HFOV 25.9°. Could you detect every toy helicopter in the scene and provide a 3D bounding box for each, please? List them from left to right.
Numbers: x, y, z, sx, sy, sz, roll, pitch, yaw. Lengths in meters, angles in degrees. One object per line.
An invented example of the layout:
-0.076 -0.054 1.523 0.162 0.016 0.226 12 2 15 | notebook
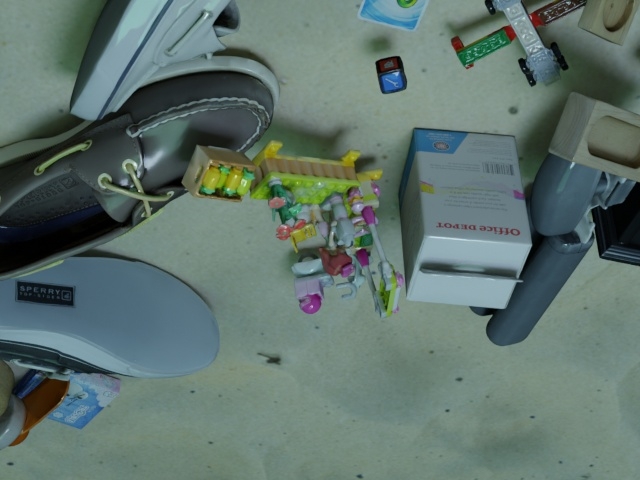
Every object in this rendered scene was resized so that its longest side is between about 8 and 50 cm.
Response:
-0.412 0.176 1.447 0.235 0.140 0.355 18 149 -22 | toy helicopter

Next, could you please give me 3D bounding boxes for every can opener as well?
0.188 -0.006 1.238 0.095 0.076 0.283 -11 145 -30 | can opener

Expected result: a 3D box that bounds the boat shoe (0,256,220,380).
-0.249 0.080 1.318 0.306 0.113 0.105 8 156 -30 | boat shoe

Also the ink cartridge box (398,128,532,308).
0.121 -0.012 1.190 0.092 0.143 0.090 5 140 -6 | ink cartridge box

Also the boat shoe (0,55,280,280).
-0.176 -0.054 1.174 0.324 0.096 0.116 -20 136 22 | boat shoe

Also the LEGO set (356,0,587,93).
0.128 -0.209 1.045 0.182 0.060 0.244 12 127 -14 | LEGO set

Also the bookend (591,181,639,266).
0.343 -0.044 1.209 0.156 0.072 0.157 12 138 -13 | bookend

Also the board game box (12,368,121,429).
-0.275 0.164 1.494 0.090 0.020 0.090 23 135 -26 | board game box

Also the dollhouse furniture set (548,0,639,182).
0.266 -0.110 1.030 0.144 0.123 0.151 10 104 -49 | dollhouse furniture set

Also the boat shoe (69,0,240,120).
-0.102 -0.177 1.037 0.088 0.096 0.267 25 126 -21 | boat shoe

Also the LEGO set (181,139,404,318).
0.000 0.000 1.177 0.132 0.107 0.287 -23 154 12 | LEGO set
